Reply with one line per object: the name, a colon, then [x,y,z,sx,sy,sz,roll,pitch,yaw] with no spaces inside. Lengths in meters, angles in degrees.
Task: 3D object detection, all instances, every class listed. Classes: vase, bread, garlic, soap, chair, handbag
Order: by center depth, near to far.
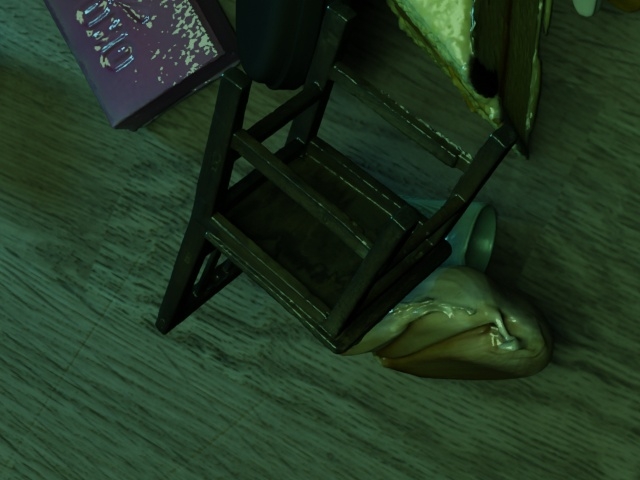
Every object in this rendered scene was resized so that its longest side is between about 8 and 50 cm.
bread: [0.200,-0.328,1.571,0.242,0.346,0.405,42,103,20]
chair: [0.000,0.000,1.619,0.241,0.203,0.416,38,142,15]
garlic: [0.151,0.090,1.686,0.228,0.217,0.110,-7,66,45]
handbag: [-0.024,-0.316,1.701,0.093,0.253,0.308,3,125,-14]
vase: [0.082,-0.018,1.769,0.219,0.096,0.096,13,100,24]
soap: [-0.228,-0.284,1.873,0.181,0.081,0.259,-30,84,22]

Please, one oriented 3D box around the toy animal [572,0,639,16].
toy animal: [0.322,-0.312,1.623,0.131,0.182,0.127,50,142,-2]
